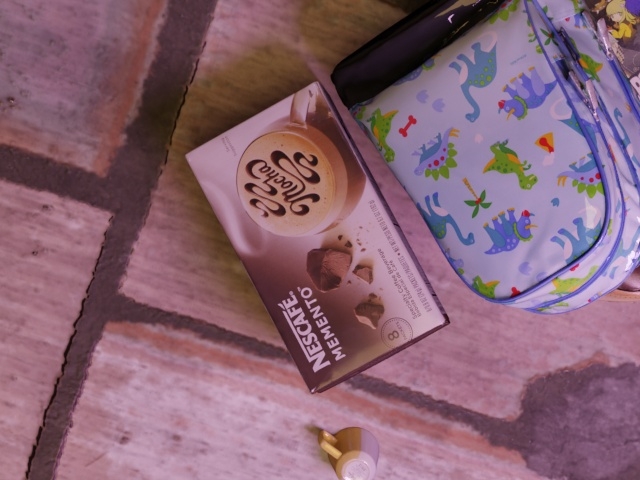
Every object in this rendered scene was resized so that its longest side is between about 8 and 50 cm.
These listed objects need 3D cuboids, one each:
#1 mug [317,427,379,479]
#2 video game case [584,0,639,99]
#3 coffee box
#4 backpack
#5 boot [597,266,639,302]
[{"bbox_3d":[0.033,0.263,1.819,0.078,0.064,0.062,4,106,-3],"label":"mug"},{"bbox_3d":[0.361,-0.216,1.678,0.232,0.042,0.210,-33,84,4],"label":"video game case"},{"bbox_3d":[0.000,0.000,1.674,0.168,0.119,0.297,-28,85,6],"label":"coffee box"},{"bbox_3d":[0.205,-0.094,1.591,0.290,0.273,0.355,-31,98,22],"label":"backpack"},{"bbox_3d":[0.322,-0.036,1.735,0.248,0.090,0.207,-5,107,2],"label":"boot"}]
